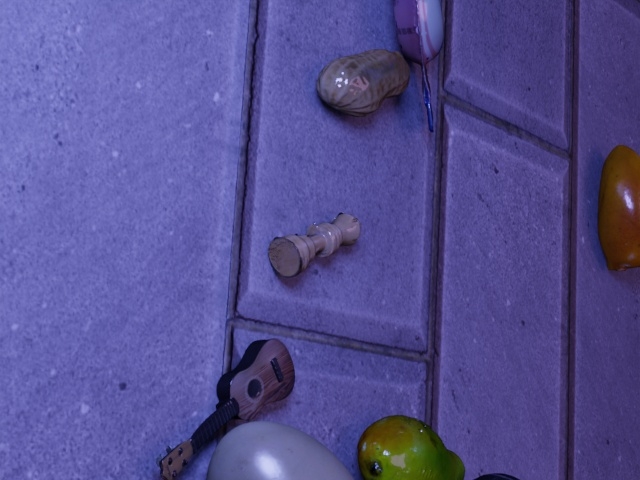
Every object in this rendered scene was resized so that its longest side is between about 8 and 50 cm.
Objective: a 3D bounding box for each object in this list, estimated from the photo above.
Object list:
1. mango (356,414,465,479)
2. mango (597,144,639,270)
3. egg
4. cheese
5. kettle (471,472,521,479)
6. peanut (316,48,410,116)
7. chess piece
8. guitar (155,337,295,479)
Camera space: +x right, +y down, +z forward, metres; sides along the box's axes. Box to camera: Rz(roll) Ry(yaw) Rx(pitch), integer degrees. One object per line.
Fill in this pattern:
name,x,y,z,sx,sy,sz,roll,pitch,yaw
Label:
mango,0.133,0.320,1.608,0.233,0.111,0.125,18,75,-50
mango,0.617,-0.067,2.206,0.154,0.126,0.252,-1,85,-61
egg,-0.043,0.332,1.341,0.188,0.189,0.253,-42,113,-43
cheese,0.156,-0.313,1.721,0.189,0.074,0.286,-64,147,-75
kettle,0.200,0.465,1.578,0.207,0.268,0.290,40,50,4
peanut,0.071,-0.235,1.627,0.194,0.083,0.093,-21,87,-47
chess piece,0.001,0.000,1.541,0.172,0.060,0.060,-26,105,-50
guitar,-0.123,0.215,1.378,0.271,0.038,0.083,-39,114,-47
